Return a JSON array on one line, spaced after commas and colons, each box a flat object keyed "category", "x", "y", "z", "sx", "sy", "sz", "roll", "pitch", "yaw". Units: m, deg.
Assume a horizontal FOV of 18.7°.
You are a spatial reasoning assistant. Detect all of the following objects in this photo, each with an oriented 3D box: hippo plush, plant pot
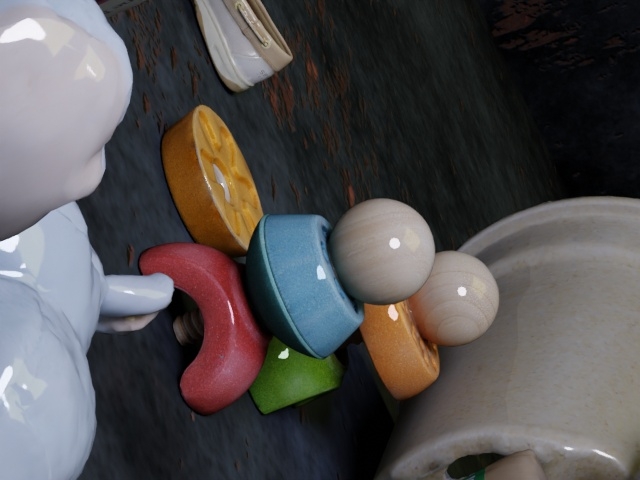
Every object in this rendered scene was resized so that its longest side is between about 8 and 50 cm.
[{"category": "hippo plush", "x": -0.165, "y": -0.022, "z": 0.588, "sx": 0.294, "sy": 0.234, "sz": 0.236, "roll": -96, "pitch": -175, "yaw": -49}, {"category": "plant pot", "x": 0.169, "y": 0.172, "z": 1.308, "sx": 0.333, "sy": 0.334, "sz": 0.305, "roll": 66, "pitch": 25, "yaw": -10}]

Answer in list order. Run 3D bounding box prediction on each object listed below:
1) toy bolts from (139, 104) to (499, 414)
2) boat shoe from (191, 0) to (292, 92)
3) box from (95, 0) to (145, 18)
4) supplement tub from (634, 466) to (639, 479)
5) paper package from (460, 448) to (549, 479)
[{"category": "toy bolts", "x": 0.000, "y": 0.000, "z": 1.160, "sx": 0.228, "sy": 0.158, "sz": 0.218, "roll": -9, "pitch": 78, "yaw": -76}, {"category": "boat shoe", "x": -0.068, "y": -0.194, "z": 1.396, "sx": 0.063, "sy": 0.059, "sz": 0.170, "roll": -41, "pitch": 109, "yaw": -75}, {"category": "box", "x": -0.155, "y": -0.157, "z": 0.825, "sx": 0.232, "sy": 0.149, "sz": 0.126, "roll": -9, "pitch": 78, "yaw": -75}, {"category": "supplement tub", "x": 0.267, "y": 0.202, "z": 0.971, "sx": 0.316, "sy": 0.228, "sz": 0.228, "roll": -85, "pitch": 152, "yaw": -76}, {"category": "paper package", "x": 0.100, "y": 0.306, "z": 1.000, "sx": 0.325, "sy": 0.168, "sz": 0.309, "roll": -73, "pitch": 140, "yaw": -78}]
